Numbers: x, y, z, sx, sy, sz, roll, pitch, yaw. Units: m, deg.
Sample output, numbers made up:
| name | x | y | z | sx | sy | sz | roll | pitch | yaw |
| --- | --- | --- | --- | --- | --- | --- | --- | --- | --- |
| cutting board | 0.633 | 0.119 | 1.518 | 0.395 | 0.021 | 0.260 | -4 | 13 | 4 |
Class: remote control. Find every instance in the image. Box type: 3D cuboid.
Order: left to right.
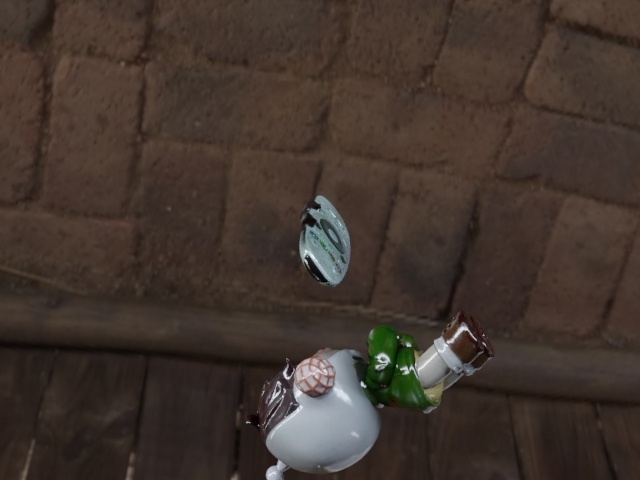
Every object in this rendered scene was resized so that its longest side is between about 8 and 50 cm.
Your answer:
| name | x | y | z | sx | sy | sz | roll | pitch | yaw |
| --- | --- | --- | --- | --- | --- | --- | --- | --- | --- |
| remote control | 0.002 | -0.001 | 1.502 | 0.045 | 0.256 | 0.097 | -35 | 100 | 12 |

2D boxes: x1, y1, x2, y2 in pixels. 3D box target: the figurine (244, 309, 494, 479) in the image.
| name | x | y | z | sx | sy | sz | roll | pitch | yaw |
| --- | --- | --- | --- | --- | --- | --- | --- | --- | --- |
| figurine | 0.062 | 0.213 | 1.547 | 0.370 | 0.167 | 0.281 | -28 | 159 | 14 |
